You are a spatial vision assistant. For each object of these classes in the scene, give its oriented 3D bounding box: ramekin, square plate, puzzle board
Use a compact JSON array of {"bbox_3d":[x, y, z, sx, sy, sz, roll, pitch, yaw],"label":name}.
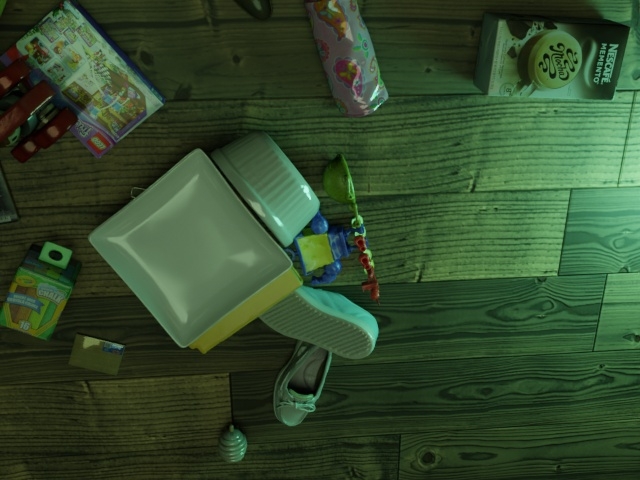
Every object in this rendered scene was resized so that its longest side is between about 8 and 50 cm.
[{"bbox_3d":[-0.115,-0.126,1.656,0.127,0.273,0.273,-39,114,-2],"label":"ramekin"},{"bbox_3d":[-0.299,0.021,1.716,0.344,0.049,0.347,-37,99,9],"label":"square plate"},{"bbox_3d":[-0.584,0.297,1.935,0.128,0.011,0.096,16,111,-14],"label":"puzzle board"}]

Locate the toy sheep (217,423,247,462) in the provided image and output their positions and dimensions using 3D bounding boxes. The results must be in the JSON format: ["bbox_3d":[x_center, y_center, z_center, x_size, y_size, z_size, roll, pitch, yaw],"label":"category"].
[{"bbox_3d":[-0.245,0.563,2.054,0.091,0.091,0.132,-7,116,-3],"label":"toy sheep"}]

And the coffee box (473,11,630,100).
[{"bbox_3d":[0.512,-0.412,1.659,0.297,0.119,0.168,0,114,-6],"label":"coffee box"}]

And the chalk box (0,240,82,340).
[{"bbox_3d":[-0.661,0.105,1.768,0.132,0.132,0.213,23,111,-16],"label":"chalk box"}]

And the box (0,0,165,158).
[{"bbox_3d":[-0.512,-0.351,1.611,0.201,0.057,0.293,-36,114,11],"label":"box"}]

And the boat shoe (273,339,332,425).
[{"bbox_3d":[-0.044,0.373,1.977,0.118,0.103,0.320,19,112,-14],"label":"boat shoe"}]

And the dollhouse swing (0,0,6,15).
[{"bbox_3d":[-0.785,-0.447,1.400,0.304,0.315,0.347,25,115,-22],"label":"dollhouse swing"}]

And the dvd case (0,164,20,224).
[{"bbox_3d":[-0.808,-0.131,1.705,0.164,0.018,0.221,-10,116,-1],"label":"dvd case"}]

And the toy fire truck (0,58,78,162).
[{"bbox_3d":[-0.665,-0.217,1.521,0.302,0.254,0.169,-14,125,47],"label":"toy fire truck"}]

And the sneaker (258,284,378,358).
[{"bbox_3d":[-0.022,0.177,1.884,0.365,0.150,0.135,29,111,7],"label":"sneaker"}]

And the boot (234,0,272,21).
[{"bbox_3d":[-0.171,-0.544,1.530,0.082,0.106,0.219,-32,114,9],"label":"boot"}]

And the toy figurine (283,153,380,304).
[{"bbox_3d":[0.000,0.000,1.768,0.217,0.191,0.363,-14,115,6],"label":"toy figurine"}]

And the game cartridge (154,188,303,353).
[{"bbox_3d":[-0.252,0.081,1.780,0.323,0.053,0.285,-35,100,10],"label":"game cartridge"}]

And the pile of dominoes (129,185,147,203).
[{"bbox_3d":[-0.344,-0.019,1.801,0.251,0.040,0.196,11,105,-5],"label":"pile of dominoes"}]

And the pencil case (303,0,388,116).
[{"bbox_3d":[0.060,-0.411,1.616,0.124,0.124,0.284,-20,116,3],"label":"pencil case"}]
